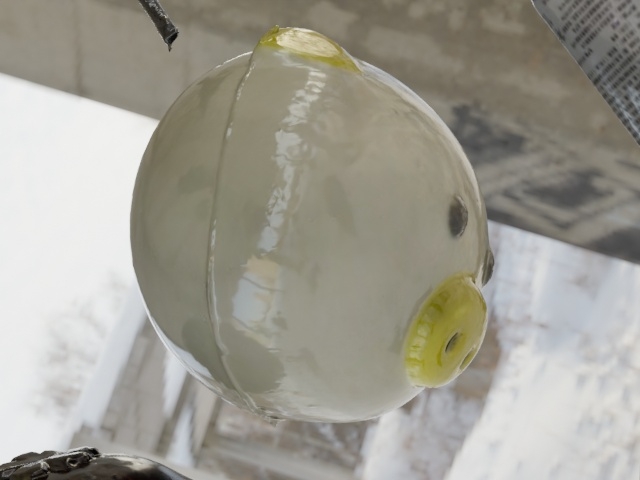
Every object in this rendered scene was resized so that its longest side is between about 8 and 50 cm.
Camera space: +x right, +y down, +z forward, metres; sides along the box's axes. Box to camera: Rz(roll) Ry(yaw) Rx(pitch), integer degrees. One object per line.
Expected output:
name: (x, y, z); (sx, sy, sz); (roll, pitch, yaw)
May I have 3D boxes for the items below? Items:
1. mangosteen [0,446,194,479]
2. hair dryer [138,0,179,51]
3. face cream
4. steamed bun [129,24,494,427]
mangosteen: (-0.205, 0.331, 1.251); (0.330, 0.330, 0.330); (17, -90, -85)
hair dryer: (-0.237, -0.313, 1.352); (0.120, 0.359, 0.304); (-45, -25, 24)
face cream: (0.196, -0.115, 0.852); (0.096, 0.274, 0.154); (-27, -11, -18)
steamed bun: (-0.006, -0.001, 1.309); (0.374, 0.334, 0.334); (49, -123, -67)
